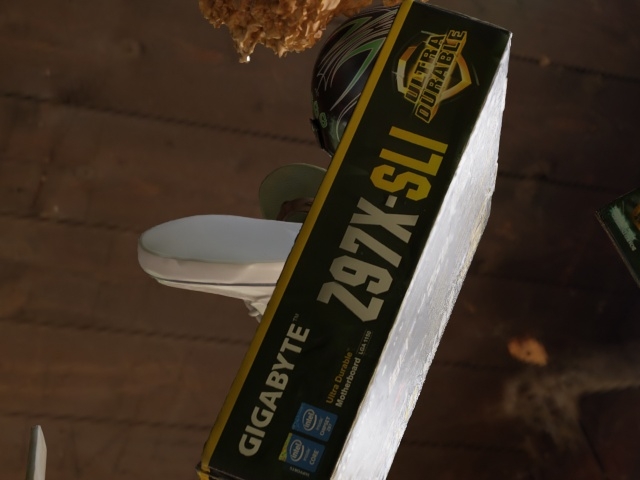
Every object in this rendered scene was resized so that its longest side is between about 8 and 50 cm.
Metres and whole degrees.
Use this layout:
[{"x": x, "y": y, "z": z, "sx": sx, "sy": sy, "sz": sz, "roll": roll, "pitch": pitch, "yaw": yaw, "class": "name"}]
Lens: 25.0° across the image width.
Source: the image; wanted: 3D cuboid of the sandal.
[{"x": 0.002, "y": 0.000, "z": 1.768, "sx": 0.120, "sy": 0.303, "sz": 0.086, "roll": -39, "pitch": -45, "yaw": 9, "class": "sandal"}]

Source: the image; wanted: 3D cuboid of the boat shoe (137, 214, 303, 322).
[{"x": -0.026, "y": 0.035, "z": 1.202, "sx": 0.258, "sy": 0.095, "sz": 0.084, "roll": 3, "pitch": -65, "yaw": -14, "class": "boat shoe"}]

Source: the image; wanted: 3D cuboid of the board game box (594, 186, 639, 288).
[{"x": 0.407, "y": 0.016, "z": 1.610, "sx": 0.126, "sy": 0.186, "sz": 0.026, "roll": -28, "pitch": -20, "yaw": 2, "class": "board game box"}]

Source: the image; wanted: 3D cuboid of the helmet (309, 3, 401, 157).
[{"x": 0.076, "y": -0.159, "z": 1.451, "sx": 0.169, "sy": 0.169, "sz": 0.161, "roll": 2, "pitch": -47, "yaw": -19, "class": "helmet"}]

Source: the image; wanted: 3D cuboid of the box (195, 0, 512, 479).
[{"x": 0.031, "y": 0.048, "z": 0.922, "sx": 0.079, "sy": 0.322, "sz": 0.257, "roll": 20, "pitch": -21, "yaw": 10, "class": "box"}]

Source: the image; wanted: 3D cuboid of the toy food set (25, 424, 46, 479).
[{"x": -0.132, "y": 0.233, "z": 0.958, "sx": 0.071, "sy": 0.128, "sz": 0.218, "roll": -15, "pitch": -77, "yaw": -3, "class": "toy food set"}]

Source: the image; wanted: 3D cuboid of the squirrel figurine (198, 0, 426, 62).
[{"x": -0.028, "y": -0.380, "z": 1.401, "sx": 0.370, "sy": 0.397, "sz": 0.281, "roll": 4, "pitch": -31, "yaw": -1, "class": "squirrel figurine"}]
